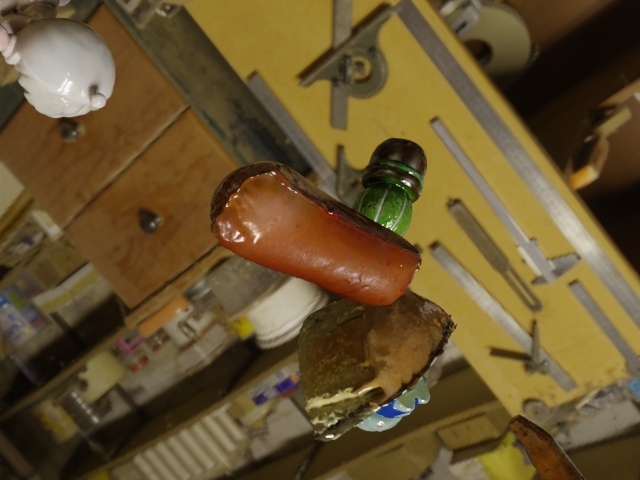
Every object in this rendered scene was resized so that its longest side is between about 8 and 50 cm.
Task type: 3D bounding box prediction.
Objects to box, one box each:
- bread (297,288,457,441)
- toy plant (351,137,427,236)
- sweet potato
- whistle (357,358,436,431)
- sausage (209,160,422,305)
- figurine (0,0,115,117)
[{"bbox_3d":[0.080,0.150,1.135,0.204,0.162,0.262,-28,-171,27],"label":"bread"},{"bbox_3d":[0.095,-0.062,1.120,0.093,0.093,0.162,-24,-139,64],"label":"toy plant"},{"bbox_3d":[0.306,0.306,0.878,0.057,0.264,0.057,-40,163,-15],"label":"sweet potato"},{"bbox_3d":[0.119,0.248,1.280,0.110,0.092,0.244,-14,153,-41],"label":"whistle"},{"bbox_3d":[0.000,0.000,0.841,0.102,0.102,0.330,-36,146,20],"label":"sausage"},{"bbox_3d":[-0.346,-0.264,1.033,0.145,0.256,0.182,-28,168,4],"label":"figurine"}]
